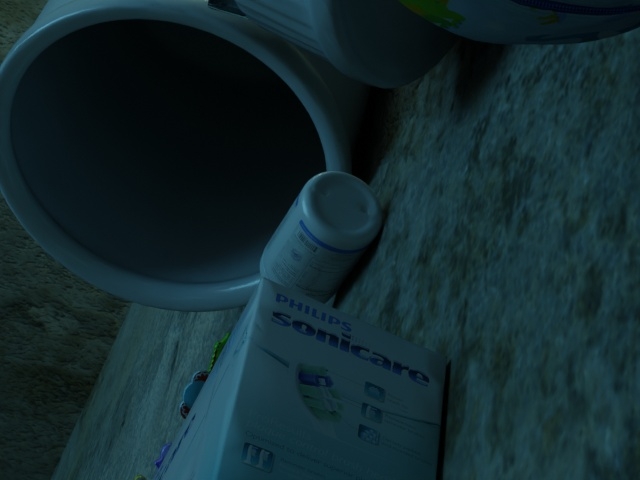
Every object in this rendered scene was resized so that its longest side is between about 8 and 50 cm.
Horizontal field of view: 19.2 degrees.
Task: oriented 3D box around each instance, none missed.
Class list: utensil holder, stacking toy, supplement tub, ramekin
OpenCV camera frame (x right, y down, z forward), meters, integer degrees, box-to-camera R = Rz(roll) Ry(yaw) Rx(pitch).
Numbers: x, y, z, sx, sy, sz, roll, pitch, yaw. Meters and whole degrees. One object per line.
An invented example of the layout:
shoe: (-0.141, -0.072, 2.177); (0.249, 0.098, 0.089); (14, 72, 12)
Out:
utensil holder: (-0.105, -0.176, 1.793); (0.385, 0.328, 0.327); (-74, 11, -52)
stacking toy: (-0.133, 0.191, 1.883); (0.167, 0.052, 0.221); (171, 123, -80)
supplement tub: (0.000, 0.000, 1.507); (0.107, 0.071, 0.071); (125, 166, -52)
ramekin: (0.031, -0.255, 1.383); (0.273, 0.127, 0.273); (-40, -40, -44)

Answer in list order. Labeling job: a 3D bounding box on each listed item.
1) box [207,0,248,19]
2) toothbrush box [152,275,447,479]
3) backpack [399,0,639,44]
box: (-0.018, -0.291, 1.503); (0.175, 0.051, 0.220); (-30, -46, -69)
toothbrush box: (-0.037, 0.197, 1.019); (0.295, 0.126, 0.216); (-77, 13, -56)
backpack: (0.109, -0.271, 0.882); (0.273, 0.290, 0.355); (123, 140, -63)
